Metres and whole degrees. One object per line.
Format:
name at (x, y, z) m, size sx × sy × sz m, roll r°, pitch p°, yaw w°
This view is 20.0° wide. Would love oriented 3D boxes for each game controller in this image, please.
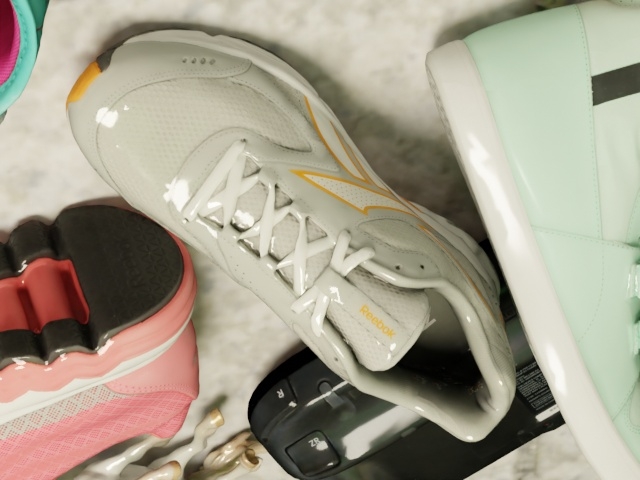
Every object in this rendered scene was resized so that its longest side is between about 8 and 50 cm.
game controller at (0.118, 0.052, 1.011) m, size 0.319 × 0.067 × 0.166 m, roll -31°, pitch 148°, yaw 10°

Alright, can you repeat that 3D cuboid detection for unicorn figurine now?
unicorn figurine at (-0.107, 0.131, 0.986) m, size 0.111 × 0.060 × 0.162 m, roll -36°, pitch 140°, yaw 28°

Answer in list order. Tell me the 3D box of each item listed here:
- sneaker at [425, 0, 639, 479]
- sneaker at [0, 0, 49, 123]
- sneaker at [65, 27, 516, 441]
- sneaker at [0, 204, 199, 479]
sneaker at (0.163, 0.002, 0.883) m, size 0.151 × 0.094 × 0.256 m, roll -21°, pitch 105°, yaw 2°
sneaker at (-0.101, -0.127, 0.670) m, size 0.296 × 0.178 × 0.124 m, roll -11°, pitch 133°, yaw -12°
sneaker at (0.000, 0.000, 0.841) m, size 0.262 × 0.121 × 0.099 m, roll 33°, pitch 105°, yaw -25°
sneaker at (-0.200, 0.098, 0.886) m, size 0.314 × 0.116 × 0.136 m, roll -17°, pitch 136°, yaw -5°
